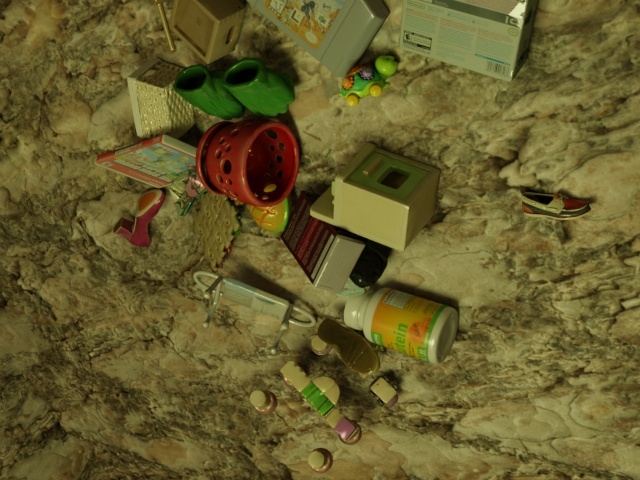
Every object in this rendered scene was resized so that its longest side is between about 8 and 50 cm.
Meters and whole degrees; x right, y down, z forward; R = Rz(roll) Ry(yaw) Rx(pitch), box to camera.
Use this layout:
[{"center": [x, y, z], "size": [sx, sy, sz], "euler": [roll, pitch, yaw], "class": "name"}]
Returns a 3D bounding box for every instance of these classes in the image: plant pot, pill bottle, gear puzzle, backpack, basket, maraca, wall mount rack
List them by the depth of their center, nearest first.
[{"center": [-0.168, -0.180, 1.894], "size": [0.174, 0.191, 0.191], "euler": [15, 132, 36], "class": "plant pot"}, {"center": [0.065, 0.063, 1.978], "size": [0.182, 0.152, 0.115], "euler": [-16, 117, 51], "class": "backpack"}, {"center": [0.184, 0.189, 1.987], "size": [0.246, 0.136, 0.136], "euler": [16, 132, 27], "class": "pill bottle"}, {"center": [-0.372, -0.326, 2.008], "size": [0.103, 0.113, 0.167], "euler": [18, 134, 22], "class": "basket"}, {"center": [-0.122, -0.109, 2.012], "size": [0.127, 0.099, 0.185], "euler": [-9, 93, 46], "class": "maraca"}, {"center": [-0.241, -0.071, 2.140], "size": [0.175, 0.044, 0.339], "euler": [64, 147, 22], "class": "gear puzzle"}, {"center": [-0.183, 0.179, 2.187], "size": [0.350, 0.130, 0.304], "euler": [21, 154, 0], "class": "wall mount rack"}]

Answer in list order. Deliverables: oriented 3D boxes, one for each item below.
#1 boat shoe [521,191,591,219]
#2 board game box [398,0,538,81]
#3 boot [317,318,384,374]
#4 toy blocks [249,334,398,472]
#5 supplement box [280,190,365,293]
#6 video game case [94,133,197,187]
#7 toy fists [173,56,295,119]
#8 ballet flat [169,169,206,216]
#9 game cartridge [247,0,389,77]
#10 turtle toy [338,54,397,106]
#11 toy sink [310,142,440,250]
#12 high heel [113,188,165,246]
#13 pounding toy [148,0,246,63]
[{"center": [0.450, -0.070, 1.634], "size": [0.137, 0.049, 0.043], "euler": [5, 125, 41], "class": "boat shoe"}, {"center": [0.259, -0.447, 1.430], "size": [0.224, 0.097, 0.303], "euler": [22, 136, 21], "class": "board game box"}, {"center": [0.107, 0.277, 2.090], "size": [0.165, 0.077, 0.213], "euler": [31, -178, -43], "class": "boot"}, {"center": [0.016, 0.433, 2.304], "size": [0.288, 0.309, 0.260], "euler": [44, 173, 16], "class": "toy blocks"}, {"center": [0.000, 0.000, 1.891], "size": [0.130, 0.073, 0.239], "euler": [-64, 32, 18], "class": "supplement box"}, {"center": [-0.395, -0.192, 2.111], "size": [0.285, 0.025, 0.204], "euler": [-9, 158, 42], "class": "video game case"}, {"center": [-0.180, -0.327, 1.847], "size": [0.279, 0.096, 0.142], "euler": [1, 156, 36], "class": "toy fists"}, {"center": [-0.339, -0.130, 2.154], "size": [0.079, 0.077, 0.221], "euler": [31, 152, -13], "class": "ballet flat"}, {"center": [-0.018, -0.477, 1.653], "size": [0.297, 0.062, 0.198], "euler": [40, 143, 3], "class": "game cartridge"}, {"center": [0.093, -0.316, 1.670], "size": [0.130, 0.095, 0.066], "euler": [-22, 105, 12], "class": "turtle toy"}, {"center": [0.111, -0.105, 1.789], "size": [0.234, 0.153, 0.131], "euler": [23, 135, 23], "class": "toy sink"}, {"center": [-0.468, -0.057, 2.357], "size": [0.117, 0.082, 0.244], "euler": [27, 132, -31], "class": "high heel"}, {"center": [-0.270, -0.483, 1.821], "size": [0.206, 0.094, 0.181], "euler": [45, 145, 12], "class": "pounding toy"}]
